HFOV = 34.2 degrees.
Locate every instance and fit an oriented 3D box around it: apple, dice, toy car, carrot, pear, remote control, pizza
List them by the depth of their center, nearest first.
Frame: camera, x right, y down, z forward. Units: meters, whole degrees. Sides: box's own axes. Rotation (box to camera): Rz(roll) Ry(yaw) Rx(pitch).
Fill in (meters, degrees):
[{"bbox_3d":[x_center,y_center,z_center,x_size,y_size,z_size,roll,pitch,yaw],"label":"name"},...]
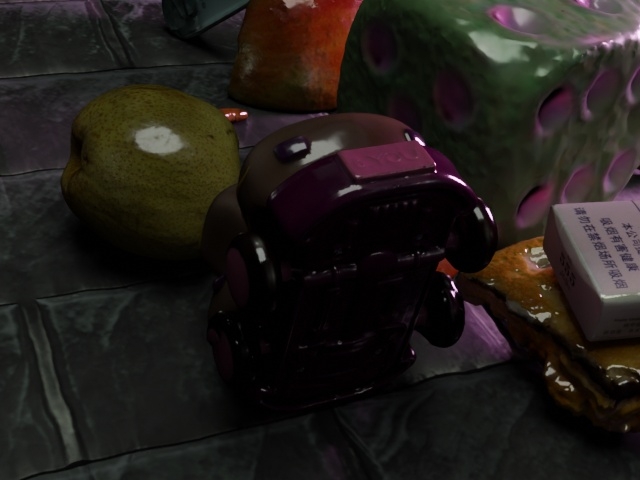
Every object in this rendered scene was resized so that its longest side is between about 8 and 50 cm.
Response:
[{"bbox_3d":[0.000,0.000,1.056,0.271,0.340,0.240,-9,49,-26],"label":"toy car"},{"bbox_3d":[0.354,0.098,1.171,0.409,0.114,0.277,4,45,8],"label":"pizza"},{"bbox_3d":[-0.200,-0.079,1.237,0.211,0.188,0.228,4,39,-13],"label":"pear"},{"bbox_3d":[0.234,-0.187,1.378,0.322,0.318,0.330,-20,45,-33],"label":"dice"},{"bbox_3d":[-0.168,-0.170,1.494,0.165,0.035,0.036,-18,45,-36],"label":"carrot"},{"bbox_3d":[0.006,-0.327,1.646,0.346,0.179,0.254,-34,94,-42],"label":"apple"},{"bbox_3d":[-0.168,-0.398,1.655,0.247,0.104,0.052,-15,5,46],"label":"remote control"}]

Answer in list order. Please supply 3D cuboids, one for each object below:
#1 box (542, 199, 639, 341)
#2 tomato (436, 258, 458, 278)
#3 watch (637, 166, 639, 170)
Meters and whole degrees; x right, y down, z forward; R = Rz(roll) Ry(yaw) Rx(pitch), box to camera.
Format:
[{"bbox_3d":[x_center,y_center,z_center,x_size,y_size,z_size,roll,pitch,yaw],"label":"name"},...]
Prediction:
[{"bbox_3d":[0.391,0.024,1.129,0.259,0.071,0.168,-5,40,-8],"label":"box"},{"bbox_3d":[0.090,0.013,1.243,0.156,0.069,0.155,-16,22,7],"label":"tomato"},{"bbox_3d":[0.413,-0.216,1.601,0.268,0.102,0.164,25,55,-5],"label":"watch"}]
